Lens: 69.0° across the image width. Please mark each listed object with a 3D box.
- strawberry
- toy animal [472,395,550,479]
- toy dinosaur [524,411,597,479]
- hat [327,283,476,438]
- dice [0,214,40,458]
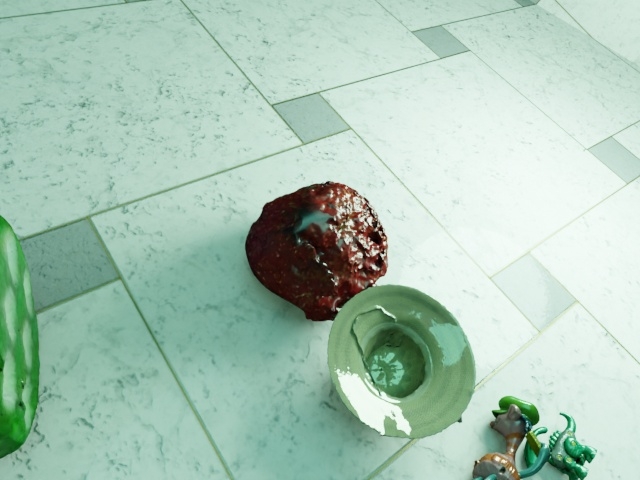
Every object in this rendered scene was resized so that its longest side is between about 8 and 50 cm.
[{"bbox_3d":[0.000,0.000,0.826,0.274,0.220,0.274,5,56,-8],"label":"strawberry"},{"bbox_3d":[0.300,0.345,0.738,0.103,0.100,0.208,2,26,40],"label":"toy animal"},{"bbox_3d":[0.408,0.352,0.797,0.096,0.059,0.132,31,55,21],"label":"toy dinosaur"},{"bbox_3d":[0.121,0.207,0.780,0.252,0.110,0.251,6,63,-12],"label":"hat"},{"bbox_3d":[-0.515,0.127,0.544,0.300,0.287,0.297,-10,58,-21],"label":"dice"}]
